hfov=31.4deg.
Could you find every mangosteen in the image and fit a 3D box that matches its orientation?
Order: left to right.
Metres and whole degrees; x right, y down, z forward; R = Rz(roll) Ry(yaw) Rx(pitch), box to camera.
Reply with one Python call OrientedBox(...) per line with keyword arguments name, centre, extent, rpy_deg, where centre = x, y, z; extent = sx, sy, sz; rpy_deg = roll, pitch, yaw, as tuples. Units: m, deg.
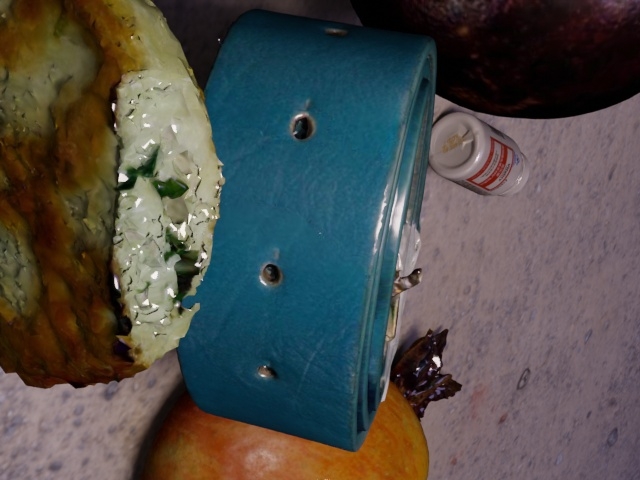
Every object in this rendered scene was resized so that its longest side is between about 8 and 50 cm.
OrientedBox(name="mangosteen", centre=(0.192, -0.314, 0.955), extent=(0.382, 0.382, 0.435), rpy_deg=(-44, 152, -21))

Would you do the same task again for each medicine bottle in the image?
OrientedBox(name="medicine bottle", centre=(0.190, -0.097, 1.346), extent=(0.140, 0.079, 0.079), rpy_deg=(19, 98, -53))

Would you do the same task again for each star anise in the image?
OrientedBox(name="star anise", centre=(0.120, 0.175, 1.463), extent=(0.212, 0.053, 0.157), rpy_deg=(2, 112, -48))

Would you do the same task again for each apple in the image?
OrientedBox(name="apple", centre=(-0.024, 0.254, 1.170), extent=(0.301, 0.301, 0.302), rpy_deg=(-28, 132, -36))

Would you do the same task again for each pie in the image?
OrientedBox(name="pie", centre=(-0.190, -0.066, 0.754), extent=(0.103, 0.288, 0.355), rpy_deg=(-21, 123, -40))

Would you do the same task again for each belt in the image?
OrientedBox(name="belt", centre=(0.001, 0.000, 0.928), extent=(0.436, 0.173, 0.300), rpy_deg=(93, 12, -65))
